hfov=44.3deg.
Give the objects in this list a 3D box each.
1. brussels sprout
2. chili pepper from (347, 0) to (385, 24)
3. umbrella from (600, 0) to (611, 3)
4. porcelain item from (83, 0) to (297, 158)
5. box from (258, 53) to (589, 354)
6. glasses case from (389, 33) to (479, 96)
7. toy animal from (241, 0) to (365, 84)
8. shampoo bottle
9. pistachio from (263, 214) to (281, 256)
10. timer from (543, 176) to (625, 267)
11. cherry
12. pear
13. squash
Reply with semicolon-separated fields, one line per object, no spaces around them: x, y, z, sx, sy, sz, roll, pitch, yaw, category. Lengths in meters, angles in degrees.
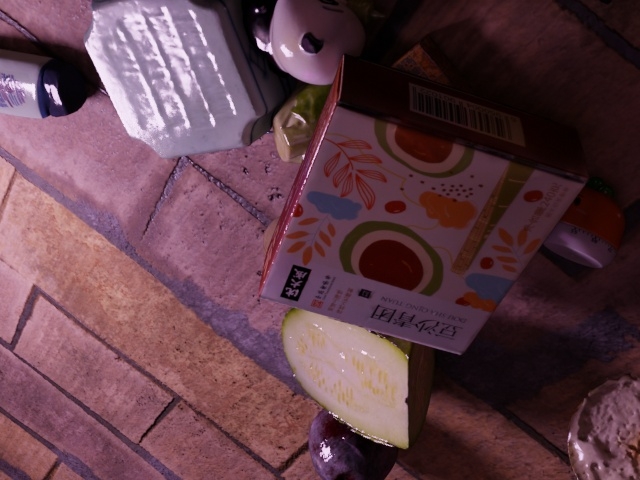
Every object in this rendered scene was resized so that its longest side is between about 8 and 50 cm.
0.020;-0.178;1.192;0.161;0.181;0.143;124;134;-62;brussels sprout
0.010;-0.382;1.117;0.043;0.049;0.208;-43;98;2;chili pepper
0.359;-0.390;0.898;0.071;0.071;0.248;24;131;12;umbrella
-0.197;-0.282;1.231;0.282;0.157;0.285;-6;120;30;porcelain item
0.129;-0.033;1.138;0.345;0.122;0.385;16;131;-9;box
0.196;-0.193;1.151;0.218;0.049;0.075;47;130;-10;glasses case
-0.013;-0.291;1.100;0.179;0.166;0.138;30;99;45;toy animal
-0.611;-0.302;1.505;0.360;0.078;0.134;13;133;20;shampoo bottle
0.000;0.000;1.352;0.226;0.135;0.135;-11;118;24;pistachio
0.383;-0.032;1.132;0.099;0.136;0.136;24;141;54;timer
0.066;0.426;1.607;0.195;0.195;0.195;15;130;19;cherry
0.551;0.365;1.305;0.267;0.266;0.178;4;158;27;pear
0.041;0.221;1.450;0.309;0.210;0.233;6;115;20;squash
